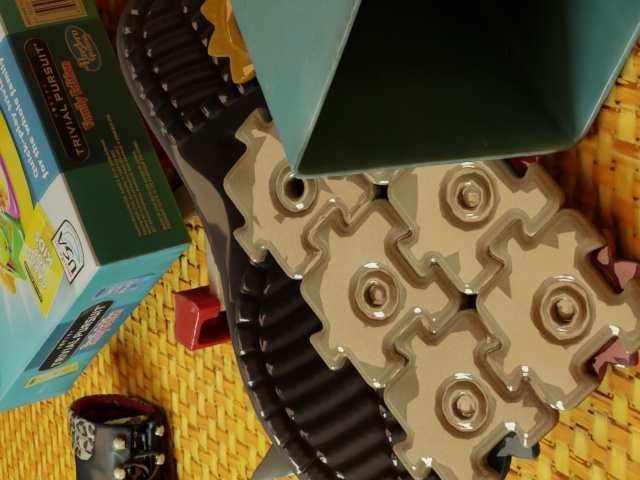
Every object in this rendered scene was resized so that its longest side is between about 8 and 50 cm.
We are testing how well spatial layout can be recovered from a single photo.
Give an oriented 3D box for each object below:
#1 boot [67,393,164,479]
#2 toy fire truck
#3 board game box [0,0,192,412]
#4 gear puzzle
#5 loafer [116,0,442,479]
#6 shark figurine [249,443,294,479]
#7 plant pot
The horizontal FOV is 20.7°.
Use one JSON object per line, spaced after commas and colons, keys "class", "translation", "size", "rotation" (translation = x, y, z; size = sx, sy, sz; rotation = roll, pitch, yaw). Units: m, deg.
{"class": "boot", "translation": [-0.141, 0.234, 1.413], "size": [0.236, 0.085, 0.179], "rotation": [20, 116, 56]}
{"class": "toy fire truck", "translation": [-0.100, -0.032, 1.272], "size": [0.135, 0.047, 0.192], "rotation": [37, 131, 48]}
{"class": "board game box", "translation": [-0.230, -0.038, 1.357], "size": [0.254, 0.079, 0.336], "rotation": [67, 150, 14]}
{"class": "gear puzzle", "translation": [0.036, -0.030, 0.969], "size": [0.175, 0.044, 0.339], "rotation": [-48, 67, 26]}
{"class": "loafer", "translation": [0.000, 0.000, 1.071], "size": [0.130, 0.133, 0.366], "rotation": [37, -150, -77]}
{"class": "shark figurine", "translation": [-0.006, 0.249, 1.182], "size": [0.166, 0.116, 0.278], "rotation": [-23, 89, 26]}
{"class": "plant pot", "translation": [0.039, -0.177, 0.873], "size": [0.234, 0.165, 0.166], "rotation": [64, 149, 34]}
